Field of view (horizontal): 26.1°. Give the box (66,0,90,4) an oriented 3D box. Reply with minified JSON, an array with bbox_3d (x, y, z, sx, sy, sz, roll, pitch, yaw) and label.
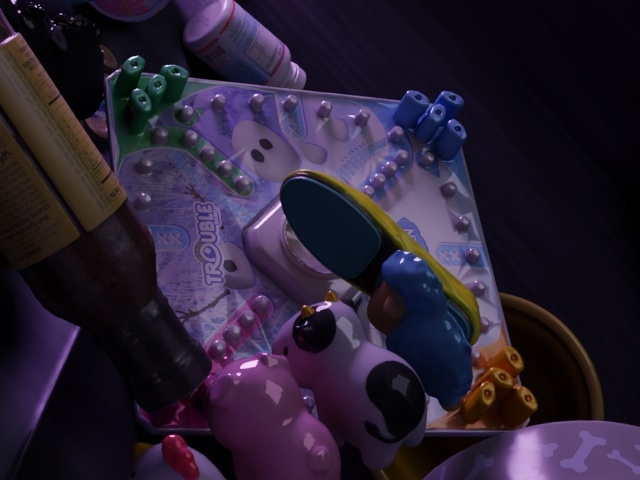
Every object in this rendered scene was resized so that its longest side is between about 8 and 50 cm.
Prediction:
[{"bbox_3d":[-0.300,-0.300,1.467,0.100,0.060,0.244,54,32,4],"label":"box"}]

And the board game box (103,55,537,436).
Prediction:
[{"bbox_3d":[0.000,0.000,1.335,0.390,0.050,0.390,4,58,-23],"label":"board game box"}]

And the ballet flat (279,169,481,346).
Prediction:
[{"bbox_3d":[0.059,0.015,1.283,0.231,0.077,0.077,42,30,2],"label":"ballet flat"}]

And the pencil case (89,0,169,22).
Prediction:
[{"bbox_3d":[-0.220,-0.365,1.713,0.124,0.113,0.273,26,27,-10],"label":"pencil case"}]

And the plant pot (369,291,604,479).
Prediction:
[{"bbox_3d":[0.183,0.186,1.517,0.254,0.254,0.239,57,7,11],"label":"plant pot"}]

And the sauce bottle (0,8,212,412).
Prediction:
[{"bbox_3d":[-0.206,-0.018,1.087,0.344,0.111,0.111,59,20,-15],"label":"sauce bottle"}]

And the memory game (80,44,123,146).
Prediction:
[{"bbox_3d":[-0.225,-0.153,1.510,0.186,0.012,0.186,42,24,-24],"label":"memory game"}]

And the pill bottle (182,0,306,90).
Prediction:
[{"bbox_3d":[-0.096,-0.241,1.800,0.160,0.087,0.087,38,26,-32],"label":"pill bottle"}]

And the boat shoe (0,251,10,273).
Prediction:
[{"bbox_3d":[-0.305,-0.069,1.143,0.207,0.073,0.073,58,33,-12],"label":"boat shoe"}]

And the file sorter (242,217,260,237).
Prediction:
[{"bbox_3d":[-0.080,-0.022,1.422,0.118,0.104,0.170,-27,73,-45],"label":"file sorter"}]

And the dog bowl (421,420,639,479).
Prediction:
[{"bbox_3d":[0.224,0.300,1.284,0.349,0.348,0.102,37,29,-33],"label":"dog bowl"}]

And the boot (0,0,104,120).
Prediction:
[{"bbox_3d":[-0.264,-0.139,1.300,0.207,0.094,0.246,10,53,-66],"label":"boot"}]

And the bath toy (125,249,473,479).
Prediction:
[{"bbox_3d":[-0.027,0.138,1.121,0.151,0.129,0.348,27,44,35],"label":"bath toy"}]
